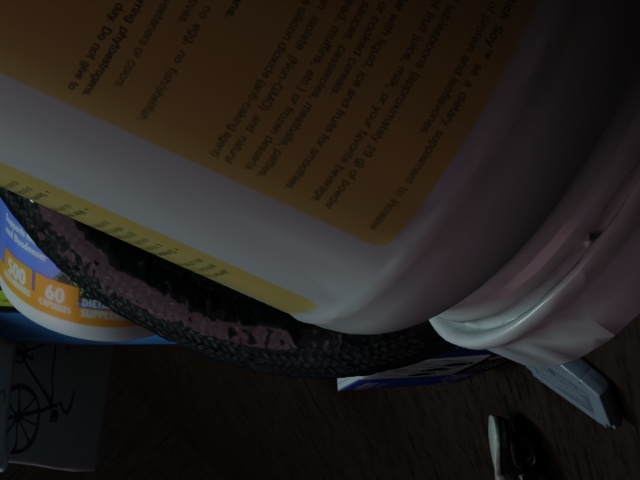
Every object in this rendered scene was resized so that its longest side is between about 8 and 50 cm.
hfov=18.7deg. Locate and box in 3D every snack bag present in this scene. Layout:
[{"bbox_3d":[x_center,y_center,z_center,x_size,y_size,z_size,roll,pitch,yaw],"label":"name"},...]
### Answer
[{"bbox_3d":[-0.272,0.050,1.739,0.037,0.323,0.342,3,169,31],"label":"snack bag"}]

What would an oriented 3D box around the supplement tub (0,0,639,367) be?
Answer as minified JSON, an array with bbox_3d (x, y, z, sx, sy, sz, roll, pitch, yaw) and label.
[{"bbox_3d":[-0.027,-0.111,0.675,0.331,0.241,0.241,25,173,-17],"label":"supplement tub"}]

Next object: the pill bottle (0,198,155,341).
[{"bbox_3d":[-0.134,-0.082,1.273,0.152,0.152,0.272,37,134,36],"label":"pill bottle"}]

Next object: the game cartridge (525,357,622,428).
[{"bbox_3d":[0.168,0.091,1.319,0.083,0.017,0.056,36,166,38],"label":"game cartridge"}]

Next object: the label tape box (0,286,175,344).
[{"bbox_3d":[-0.187,-0.039,1.555,0.249,0.115,0.347,-1,151,14],"label":"label tape box"}]

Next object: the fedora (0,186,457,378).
[{"bbox_3d":[-0.009,-0.102,0.928,0.334,0.334,0.152,45,-159,6],"label":"fedora"}]

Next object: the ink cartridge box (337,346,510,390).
[{"bbox_3d":[0.074,0.073,1.368,0.207,0.097,0.046,134,131,-77],"label":"ink cartridge box"}]

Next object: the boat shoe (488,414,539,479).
[{"bbox_3d":[0.156,0.175,1.549,0.125,0.038,0.046,75,-169,-53],"label":"boat shoe"}]
